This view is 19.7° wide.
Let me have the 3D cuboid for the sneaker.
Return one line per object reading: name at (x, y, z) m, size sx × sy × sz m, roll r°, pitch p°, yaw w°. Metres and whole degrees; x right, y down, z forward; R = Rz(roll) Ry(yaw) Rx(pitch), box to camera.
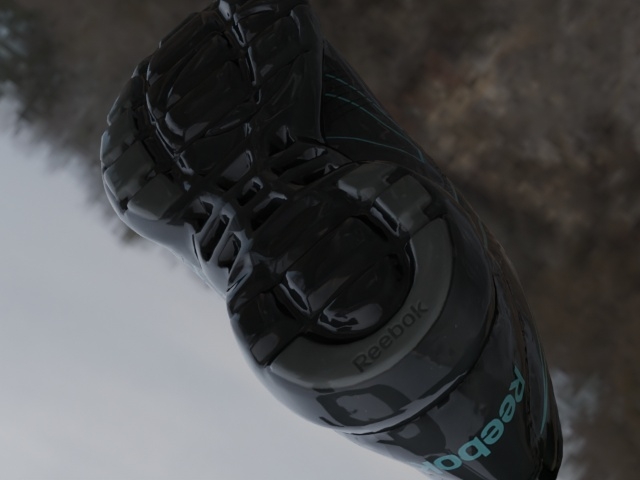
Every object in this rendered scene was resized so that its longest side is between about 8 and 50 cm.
sneaker at (0.000, 0.000, 0.637) m, size 0.106 × 0.101 × 0.267 m, roll 44°, pitch -171°, yaw -35°
